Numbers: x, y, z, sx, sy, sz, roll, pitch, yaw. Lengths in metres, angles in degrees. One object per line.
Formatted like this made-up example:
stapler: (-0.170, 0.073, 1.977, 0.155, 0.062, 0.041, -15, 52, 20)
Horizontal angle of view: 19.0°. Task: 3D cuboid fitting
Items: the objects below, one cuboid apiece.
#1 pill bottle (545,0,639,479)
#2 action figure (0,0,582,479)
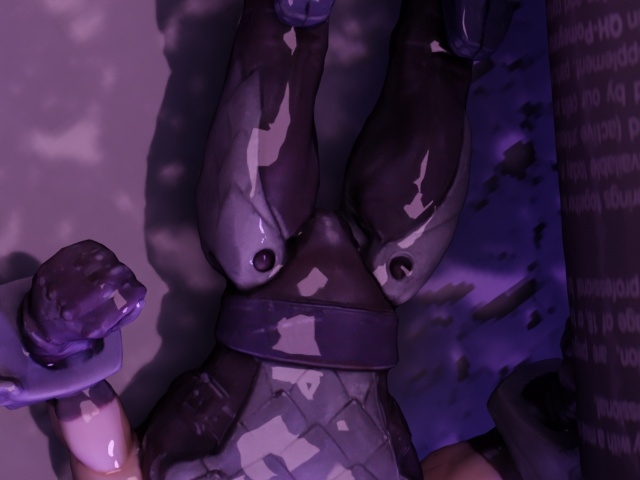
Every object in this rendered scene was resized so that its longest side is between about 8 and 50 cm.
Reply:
pill bottle: (0.140, -0.008, 0.416, 0.176, 0.176, 0.318, -5, 91, -14)
action figure: (0.000, 0.000, 0.490, 0.185, 0.099, 0.285, 8, 92, -27)
